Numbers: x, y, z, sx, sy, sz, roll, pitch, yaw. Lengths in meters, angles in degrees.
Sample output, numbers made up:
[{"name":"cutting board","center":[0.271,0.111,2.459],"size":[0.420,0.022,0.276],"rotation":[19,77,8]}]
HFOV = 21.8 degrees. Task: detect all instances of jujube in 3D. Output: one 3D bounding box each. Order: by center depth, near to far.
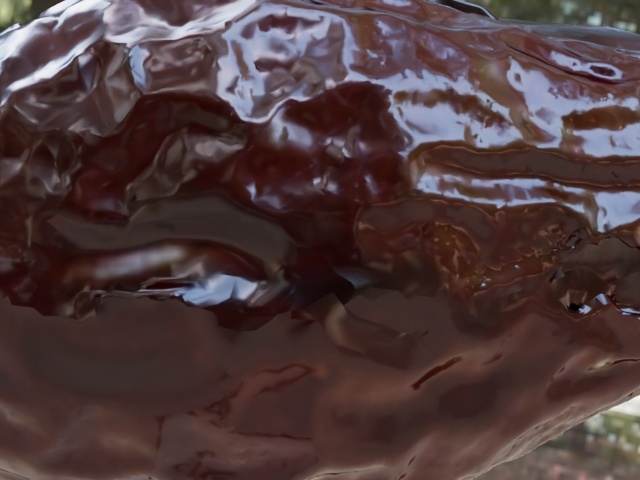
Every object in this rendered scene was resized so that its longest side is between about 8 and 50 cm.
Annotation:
[{"name":"jujube","center":[0.000,0.000,0.554],"size":[0.290,0.197,0.197],"rotation":[-6,-1,-10]}]
